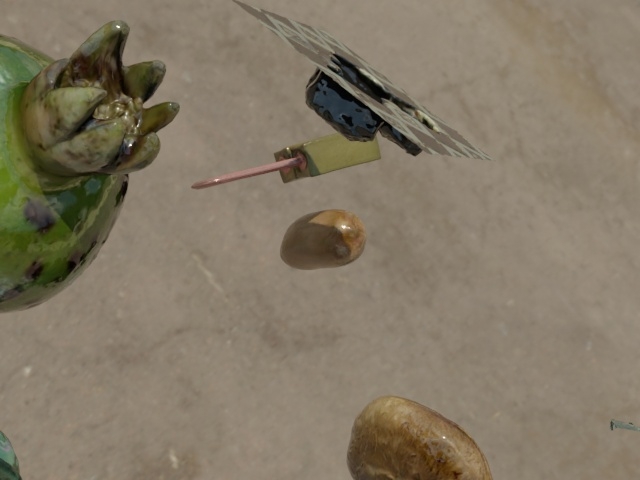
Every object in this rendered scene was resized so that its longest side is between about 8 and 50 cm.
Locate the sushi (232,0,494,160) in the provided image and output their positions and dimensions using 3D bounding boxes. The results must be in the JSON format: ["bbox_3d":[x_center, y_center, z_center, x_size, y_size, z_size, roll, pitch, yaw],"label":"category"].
[{"bbox_3d":[0.035,-0.128,1.048,0.231,0.047,0.220,40,17,17],"label":"sushi"}]

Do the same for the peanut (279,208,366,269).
[{"bbox_3d":[0.000,0.000,1.455,0.076,0.152,0.076,8,78,-41],"label":"peanut"}]

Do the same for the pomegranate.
[{"bbox_3d":[-0.232,-0.059,0.873,0.242,0.306,0.242,-7,90,-73],"label":"pomegranate"}]

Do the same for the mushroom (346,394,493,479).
[{"bbox_3d":[0.159,0.375,1.808,0.278,0.278,0.146,46,48,1],"label":"mushroom"}]

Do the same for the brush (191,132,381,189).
[{"bbox_3d":[-0.049,-0.090,1.377,0.233,0.103,0.047,-18,95,-24],"label":"brush"}]

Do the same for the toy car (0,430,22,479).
[{"bbox_3d":[-0.413,0.179,0.975,0.306,0.136,0.125,6,47,-11],"label":"toy car"}]

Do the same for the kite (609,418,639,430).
[{"bbox_3d":[0.318,0.162,0.945,0.139,0.157,0.011,-27,110,-49],"label":"kite"}]
